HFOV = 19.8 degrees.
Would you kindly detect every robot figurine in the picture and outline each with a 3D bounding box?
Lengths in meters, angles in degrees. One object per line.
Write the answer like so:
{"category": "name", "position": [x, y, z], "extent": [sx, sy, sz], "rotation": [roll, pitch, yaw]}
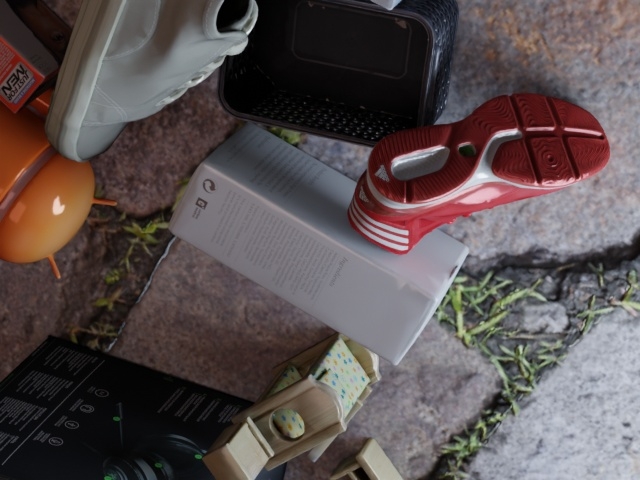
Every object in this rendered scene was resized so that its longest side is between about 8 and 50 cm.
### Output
{"category": "robot figurine", "position": [-0.296, -0.064, 1.643], "extent": [0.219, 0.158, 0.128], "rotation": [37, 134, 2]}

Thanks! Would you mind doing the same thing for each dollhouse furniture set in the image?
{"category": "dollhouse furniture set", "position": [0.010, 0.193, 1.614], "extent": [0.101, 0.182, 0.161], "rotation": [-31, 99, 28]}

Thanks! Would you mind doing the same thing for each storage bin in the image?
{"category": "storage bin", "position": [0.014, -0.156, 1.518], "extent": [0.180, 0.084, 0.122], "rotation": [13, 116, 13]}

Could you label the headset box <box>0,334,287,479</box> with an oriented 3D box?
{"category": "headset box", "position": [-0.180, 0.229, 1.664], "extent": [0.283, 0.246, 0.131], "rotation": [16, 116, 11]}

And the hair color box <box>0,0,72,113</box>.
{"category": "hair color box", "position": [-0.295, -0.198, 1.605], "extent": [0.167, 0.093, 0.053], "rotation": [44, 120, -3]}

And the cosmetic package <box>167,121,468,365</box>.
{"category": "cosmetic package", "position": [0.000, 0.000, 1.573], "extent": [0.231, 0.117, 0.085], "rotation": [32, 119, 6]}

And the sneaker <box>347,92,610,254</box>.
{"category": "sneaker", "position": [0.120, -0.053, 1.505], "extent": [0.128, 0.221, 0.087], "rotation": [131, 129, -61]}

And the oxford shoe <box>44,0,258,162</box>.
{"category": "oxford shoe", "position": [-0.123, -0.171, 1.438], "extent": [0.130, 0.169, 0.449], "rotation": [22, 152, -9]}

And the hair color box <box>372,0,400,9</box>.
{"category": "hair color box", "position": [0.052, -0.388, 1.387], "extent": [0.185, 0.113, 0.374], "rotation": [26, 118, 8]}
